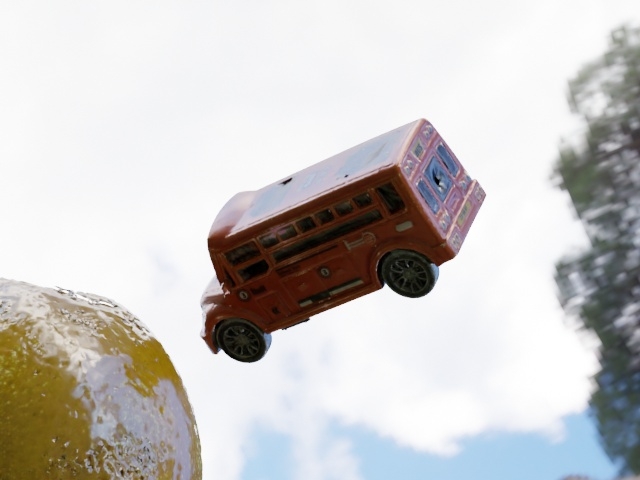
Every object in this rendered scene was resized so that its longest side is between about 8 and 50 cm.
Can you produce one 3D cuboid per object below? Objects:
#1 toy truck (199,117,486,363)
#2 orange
[{"bbox_3d":[0.000,0.000,1.554,0.252,0.107,0.114,-22,-67,32],"label":"toy truck"},{"bbox_3d":[-0.220,0.165,1.469,0.274,0.274,0.274,10,-72,33],"label":"orange"}]
